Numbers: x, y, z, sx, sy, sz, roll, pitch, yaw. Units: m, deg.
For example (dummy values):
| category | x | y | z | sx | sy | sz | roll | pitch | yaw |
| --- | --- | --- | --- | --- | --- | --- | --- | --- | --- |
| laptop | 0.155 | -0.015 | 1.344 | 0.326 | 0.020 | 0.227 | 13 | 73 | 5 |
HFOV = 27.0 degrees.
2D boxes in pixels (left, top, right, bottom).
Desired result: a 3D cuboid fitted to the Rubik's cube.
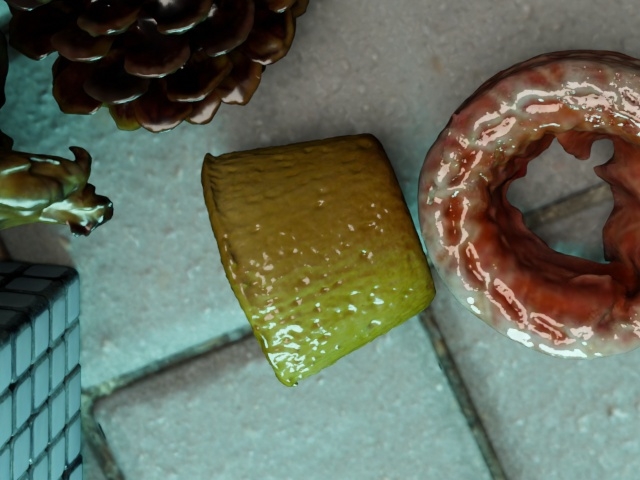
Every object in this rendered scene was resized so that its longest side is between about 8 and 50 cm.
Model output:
| category | x | y | z | sx | sy | sz | roll | pitch | yaw |
| --- | --- | --- | --- | --- | --- | --- | --- | --- | --- |
| Rubik's cube | -0.347 | 0.148 | 1.129 | 0.237 | 0.238 | 0.237 | 4 | 105 | 8 |

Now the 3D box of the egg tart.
| category | x | y | z | sx | sy | sz | roll | pitch | yaw |
| --- | --- | --- | --- | --- | --- | --- | --- | --- | --- |
| egg tart | 0.000 | 0.000 | 1.064 | 0.147 | 0.202 | 0.202 | -22 | 100 | 1 |

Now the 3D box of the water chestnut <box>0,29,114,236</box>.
| category | x | y | z | sx | sy | sz | roll | pitch | yaw |
| --- | --- | --- | --- | --- | --- | --- | --- | --- | --- |
| water chestnut | -0.319 | -0.060 | 0.941 | 0.347 | 0.335 | 0.335 | 26 | 108 | -15 |

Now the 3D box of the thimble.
| category | x | y | z | sx | sy | sz | roll | pitch | yaw |
| --- | --- | --- | --- | --- | --- | --- | --- | --- | --- |
| thimble | 0.201 | -0.035 | 1.024 | 0.239 | 0.162 | 0.239 | 2 | 101 | 9 |

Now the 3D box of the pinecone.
| category | x | y | z | sx | sy | sz | roll | pitch | yaw |
| --- | --- | --- | --- | --- | --- | --- | --- | --- | --- |
| pinecone | -0.137 | -0.214 | 0.979 | 0.246 | 0.292 | 0.246 | -3 | 71 | 9 |
